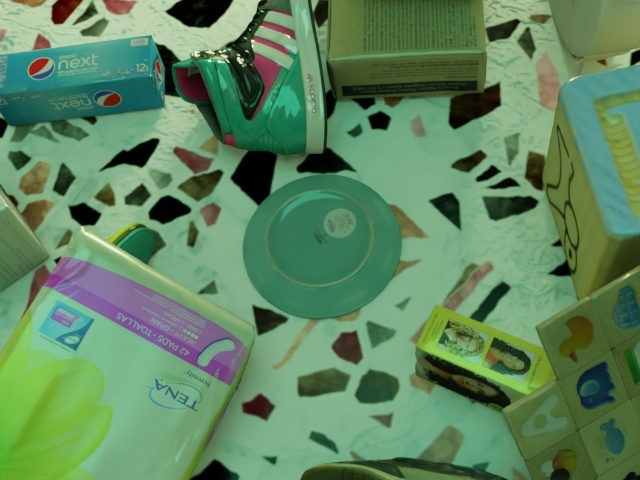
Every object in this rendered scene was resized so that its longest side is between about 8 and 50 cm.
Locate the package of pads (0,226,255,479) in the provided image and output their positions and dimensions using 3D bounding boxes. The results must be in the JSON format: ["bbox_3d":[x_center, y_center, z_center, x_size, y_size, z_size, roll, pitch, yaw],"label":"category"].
[{"bbox_3d":[-0.222,0.169,0.967,0.229,0.101,0.296,31,70,-6],"label":"package of pads"}]

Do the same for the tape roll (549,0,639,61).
[{"bbox_3d":[0.307,-0.402,1.061,0.072,0.392,0.392,-8,63,4],"label":"tape roll"}]

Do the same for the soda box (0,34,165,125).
[{"bbox_3d":[-0.310,-0.204,1.211,0.210,0.071,0.067,-6,63,4],"label":"soda box"}]

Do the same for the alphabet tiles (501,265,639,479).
[{"bbox_3d":[0.343,0.142,0.888,0.342,0.285,0.011,-29,21,-8],"label":"alphabet tiles"}]

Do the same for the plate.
[{"bbox_3d":[0.000,0.000,1.102,0.188,0.024,0.188,-3,63,6],"label":"plate"}]

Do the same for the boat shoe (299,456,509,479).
[{"bbox_3d":[0.090,0.257,0.941,0.223,0.073,0.080,0,100,26],"label":"boat shoe"}]

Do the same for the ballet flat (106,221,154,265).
[{"bbox_3d":[-0.274,0.073,1.075,0.077,0.077,0.231,13,67,27],"label":"ballet flat"}]

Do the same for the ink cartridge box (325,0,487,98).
[{"bbox_3d":[0.109,-0.299,1.199,0.193,0.088,0.235,-1,64,7],"label":"ink cartridge box"}]

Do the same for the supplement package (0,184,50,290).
[{"bbox_3d":[-0.467,0.017,1.087,0.244,0.134,0.139,-37,65,-11],"label":"supplement package"}]

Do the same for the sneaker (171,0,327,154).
[{"bbox_3d":[-0.097,-0.233,1.179,0.178,0.124,0.295,-6,64,-7],"label":"sneaker"}]

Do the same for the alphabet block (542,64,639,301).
[{"bbox_3d":[0.355,-0.057,0.992,0.193,0.197,0.192,-9,64,2],"label":"alphabet block"}]

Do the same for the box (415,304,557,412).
[{"bbox_3d":[0.213,0.148,0.972,0.232,0.087,0.058,21,66,17],"label":"box"}]
